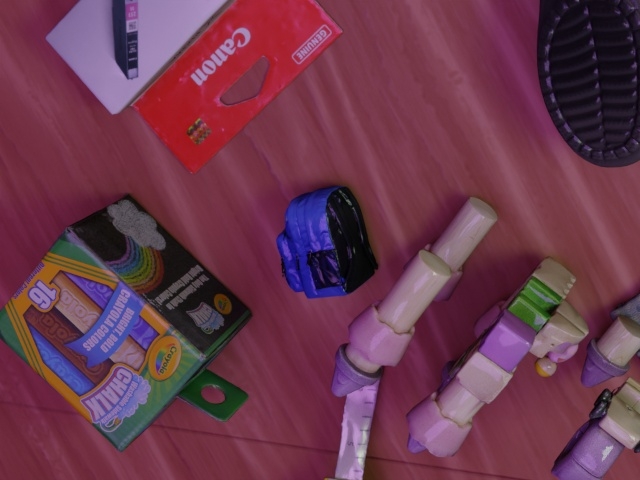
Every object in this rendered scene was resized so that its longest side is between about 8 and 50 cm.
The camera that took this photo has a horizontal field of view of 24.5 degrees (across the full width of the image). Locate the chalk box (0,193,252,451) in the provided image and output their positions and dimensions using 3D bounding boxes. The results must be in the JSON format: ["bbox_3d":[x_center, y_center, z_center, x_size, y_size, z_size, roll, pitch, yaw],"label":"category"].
[{"bbox_3d":[-0.217,0.118,1.792,0.289,0.180,0.179,45,113,2],"label":"chalk box"}]

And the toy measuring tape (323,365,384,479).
[{"bbox_3d":[0.043,0.311,1.833,0.121,0.121,0.330,7,85,15],"label":"toy measuring tape"}]

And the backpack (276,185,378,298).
[{"bbox_3d":[0.000,0.000,1.736,0.101,0.098,0.120,-7,105,22],"label":"backpack"}]

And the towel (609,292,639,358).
[{"bbox_3d":[0.538,0.112,1.642,0.324,0.056,0.312,-38,90,25],"label":"towel"}]

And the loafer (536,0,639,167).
[{"bbox_3d":[0.304,-0.261,1.543,0.133,0.130,0.366,-1,103,38],"label":"loafer"}]

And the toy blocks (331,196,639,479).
[{"bbox_3d":[0.176,0.164,1.623,0.309,0.288,0.260,38,114,6],"label":"toy blocks"}]

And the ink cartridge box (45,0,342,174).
[{"bbox_3d":[-0.152,-0.242,1.732,0.275,0.060,0.239,-42,90,23],"label":"ink cartridge box"}]
